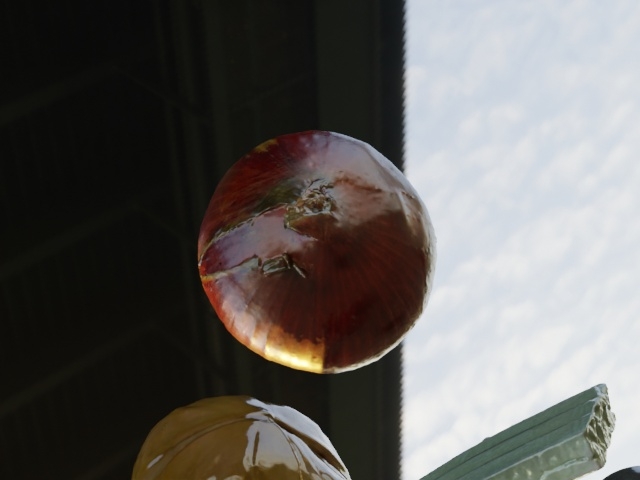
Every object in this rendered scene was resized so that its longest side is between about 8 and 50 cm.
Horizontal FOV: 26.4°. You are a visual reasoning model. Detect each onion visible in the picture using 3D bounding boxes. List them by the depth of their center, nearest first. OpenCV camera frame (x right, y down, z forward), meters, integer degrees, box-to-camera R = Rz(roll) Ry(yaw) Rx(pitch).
[{"bbox_3d":[0.002,0.004,1.307,0.248,0.248,0.161,-25,-11,-35],"label":"onion"}]

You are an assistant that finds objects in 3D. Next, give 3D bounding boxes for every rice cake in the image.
[{"bbox_3d":[0.124,0.191,1.064,0.237,0.043,0.127,-34,0,21],"label":"rice cake"}]

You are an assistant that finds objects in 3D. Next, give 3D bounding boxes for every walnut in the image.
[{"bbox_3d":[-0.100,0.393,1.687,0.308,0.354,0.397,5,-77,-10],"label":"walnut"}]

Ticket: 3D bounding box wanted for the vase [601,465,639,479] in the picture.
[{"bbox_3d":[0.312,0.301,1.255,0.120,0.182,0.120,-9,-41,-8],"label":"vase"}]
